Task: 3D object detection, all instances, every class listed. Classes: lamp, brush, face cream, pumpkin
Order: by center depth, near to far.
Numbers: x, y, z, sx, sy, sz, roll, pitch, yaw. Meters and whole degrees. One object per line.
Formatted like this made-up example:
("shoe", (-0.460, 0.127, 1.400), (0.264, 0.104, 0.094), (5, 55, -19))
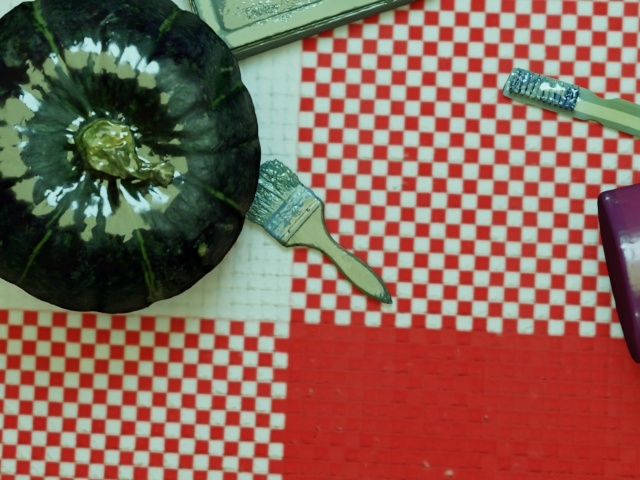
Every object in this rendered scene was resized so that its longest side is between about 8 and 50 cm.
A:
("face cream", (0.378, 0.017, 1.622), (0.194, 0.175, 0.175), (-11, 87, 4))
("pumpkin", (-0.214, -0.090, 1.644), (0.323, 0.241, 0.323), (0, 91, -4))
("brush", (0.274, -0.138, 1.710), (0.178, 0.030, 0.033), (18, 80, 6))
("lamp", (-0.028, -0.345, 1.733), (0.266, 0.047, 0.269), (-17, 87, 5))
("brush", (0.000, 0.000, 1.733), (0.196, 0.021, 0.070), (41, 94, 5))
